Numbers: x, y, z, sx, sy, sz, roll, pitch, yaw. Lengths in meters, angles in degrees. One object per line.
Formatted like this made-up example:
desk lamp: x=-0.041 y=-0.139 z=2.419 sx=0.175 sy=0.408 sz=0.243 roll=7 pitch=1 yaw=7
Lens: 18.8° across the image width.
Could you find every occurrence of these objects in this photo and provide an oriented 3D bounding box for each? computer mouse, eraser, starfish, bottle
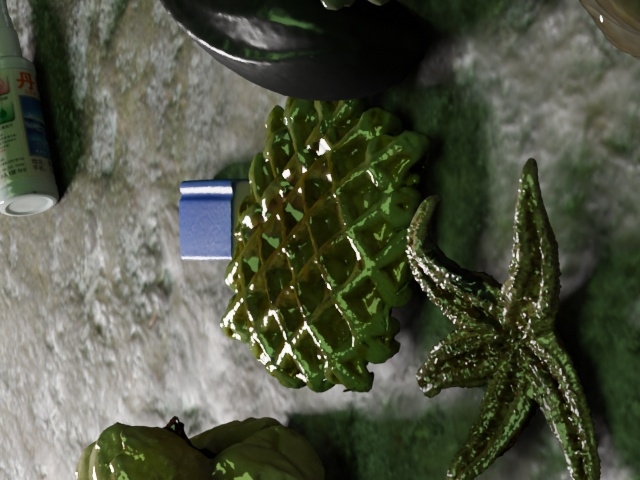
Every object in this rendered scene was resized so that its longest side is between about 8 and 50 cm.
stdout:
computer mouse: x=-0.034 y=-0.155 z=1.318 sx=0.269 sy=0.137 sz=0.086 roll=42 pitch=116 yaw=47
eraser: x=-0.078 y=-0.016 z=1.489 sx=0.084 sy=0.027 sz=0.063 roll=0 pitch=89 yaw=58
starfish: x=0.116 y=0.060 z=1.169 sx=0.213 sy=0.057 sz=0.238 roll=48 pitch=134 yaw=36
bottle: x=-0.288 y=-0.131 z=1.781 sx=0.060 sy=0.060 sz=0.217 roll=-37 pitch=62 yaw=51

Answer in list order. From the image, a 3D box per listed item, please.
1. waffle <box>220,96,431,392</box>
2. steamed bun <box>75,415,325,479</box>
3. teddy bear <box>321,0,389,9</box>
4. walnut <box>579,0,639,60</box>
waffle: x=0.000 y=0.000 z=1.344 sx=0.208 sy=0.054 sz=0.214 roll=24 pitch=105 yaw=58
steamed bun: x=-0.087 y=0.175 z=1.390 sx=0.192 sy=0.177 sz=0.106 roll=162 pitch=113 yaw=-70
teddy bear: x=0.016 y=-0.300 z=1.183 sx=0.367 sy=0.224 sz=0.357 roll=-26 pitch=55 yaw=57
walnut: x=0.198 y=-0.189 z=0.913 sx=0.224 sy=0.224 sz=0.224 roll=2 pitch=92 yaw=57
